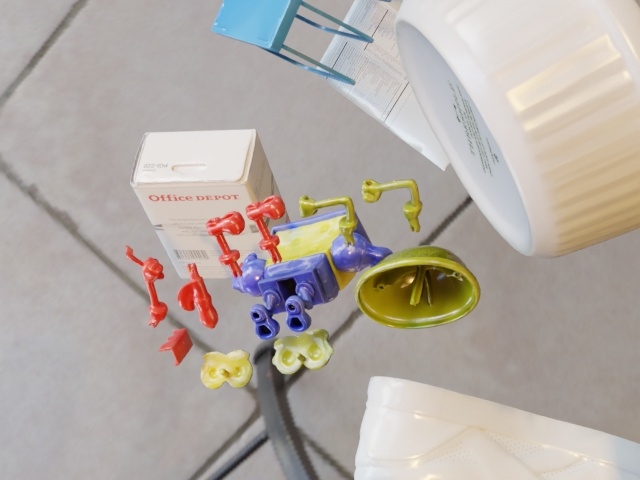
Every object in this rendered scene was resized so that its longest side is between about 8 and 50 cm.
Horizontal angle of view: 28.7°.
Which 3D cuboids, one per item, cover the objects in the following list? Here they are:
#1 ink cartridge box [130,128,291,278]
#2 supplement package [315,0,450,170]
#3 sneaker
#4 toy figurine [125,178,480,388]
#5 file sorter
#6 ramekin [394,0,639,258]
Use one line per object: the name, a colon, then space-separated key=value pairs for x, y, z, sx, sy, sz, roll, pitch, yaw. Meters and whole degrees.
ink cartridge box: x=-0.138 y=-0.045 z=1.653 sx=0.158 sy=0.092 sz=0.218 roll=-1 pitch=146 yaw=14
supplement package: x=0.142 y=-0.234 z=1.548 sx=0.203 sy=0.194 sz=0.149 roll=38 pitch=132 yaw=6
sneaker: x=0.160 y=0.219 z=0.939 sx=0.292 sy=0.108 sz=0.169 roll=14 pitch=76 yaw=0
toy figurine: x=0.000 y=0.000 z=1.346 sx=0.362 sy=0.217 sz=0.191 roll=-16 pitch=112 yaw=25
file sorter: x=0.002 y=-0.236 z=1.100 sx=0.104 sy=0.118 sz=0.170 roll=21 pitch=94 yaw=-34
ramekin: x=0.162 y=-0.109 z=0.963 sx=0.127 sy=0.273 sz=0.273 roll=-30 pitch=101 yaw=-3
